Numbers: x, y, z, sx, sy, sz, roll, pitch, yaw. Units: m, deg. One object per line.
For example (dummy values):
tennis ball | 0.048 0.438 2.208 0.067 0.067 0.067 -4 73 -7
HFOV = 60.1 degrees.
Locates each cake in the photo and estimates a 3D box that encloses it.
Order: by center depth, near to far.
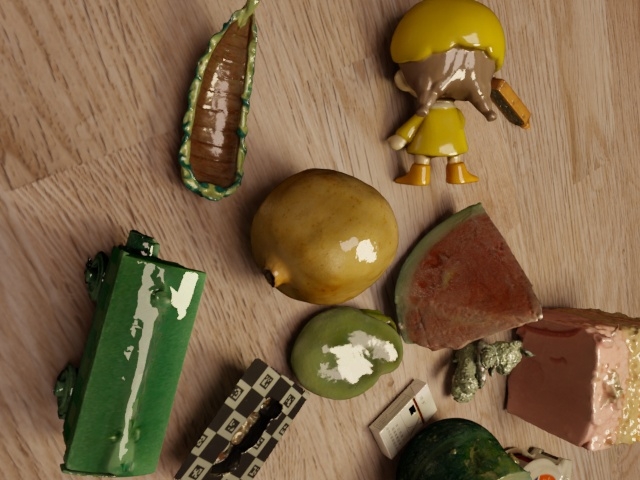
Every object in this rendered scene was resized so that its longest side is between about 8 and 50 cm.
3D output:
cake | 0.660 0.328 1.375 0.306 0.293 0.315 -1 94 -31

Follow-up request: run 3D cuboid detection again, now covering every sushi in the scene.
sushi | -0.136 0.306 0.927 0.215 0.050 0.192 -55 139 -12

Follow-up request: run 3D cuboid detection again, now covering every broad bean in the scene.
broad bean | 0.053 0.200 1.020 0.227 0.100 0.169 -26 97 -34

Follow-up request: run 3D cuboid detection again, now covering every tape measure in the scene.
tape measure | 0.518 0.663 1.419 0.265 0.130 0.258 23 81 -31

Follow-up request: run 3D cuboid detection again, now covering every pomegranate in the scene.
pomegranate | 0.004 -0.005 0.887 0.233 0.233 0.233 -6 101 -36

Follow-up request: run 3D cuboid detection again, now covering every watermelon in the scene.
watermelon | 0.284 0.075 1.095 0.283 0.292 0.251 -23 80 -31

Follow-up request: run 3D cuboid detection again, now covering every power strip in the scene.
power strip | 0.431 -0.305 1.254 0.178 0.049 0.028 34 82 -35

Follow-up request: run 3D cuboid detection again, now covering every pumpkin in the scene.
pumpkin | 0.275 0.501 1.170 0.263 0.197 0.293 -41 137 -3

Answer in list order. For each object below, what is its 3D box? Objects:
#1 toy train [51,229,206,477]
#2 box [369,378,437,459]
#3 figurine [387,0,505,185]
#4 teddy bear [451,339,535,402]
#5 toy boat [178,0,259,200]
toy train | -0.255 0.140 0.724 0.120 0.202 0.301 16 88 -32
box | 0.178 0.377 1.175 0.154 0.040 0.084 -37 116 -25
figurine | 0.235 -0.275 1.045 0.215 0.187 0.344 -9 109 -23
teddy bear | 0.372 0.275 1.268 0.213 0.111 0.133 -26 154 -21
toy boat | -0.146 -0.206 0.819 0.108 0.099 0.293 7 100 -37
